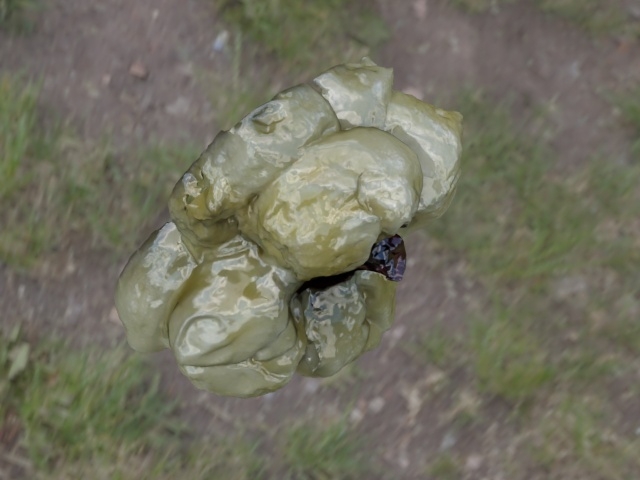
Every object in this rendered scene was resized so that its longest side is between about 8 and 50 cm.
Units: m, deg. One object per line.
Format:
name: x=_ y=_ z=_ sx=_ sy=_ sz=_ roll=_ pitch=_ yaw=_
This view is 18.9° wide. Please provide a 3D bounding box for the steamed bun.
steamed bun: x=0.000 y=0.000 z=0.988 sx=0.106 sy=0.177 sz=0.192 roll=47 pitch=35 yaw=11
